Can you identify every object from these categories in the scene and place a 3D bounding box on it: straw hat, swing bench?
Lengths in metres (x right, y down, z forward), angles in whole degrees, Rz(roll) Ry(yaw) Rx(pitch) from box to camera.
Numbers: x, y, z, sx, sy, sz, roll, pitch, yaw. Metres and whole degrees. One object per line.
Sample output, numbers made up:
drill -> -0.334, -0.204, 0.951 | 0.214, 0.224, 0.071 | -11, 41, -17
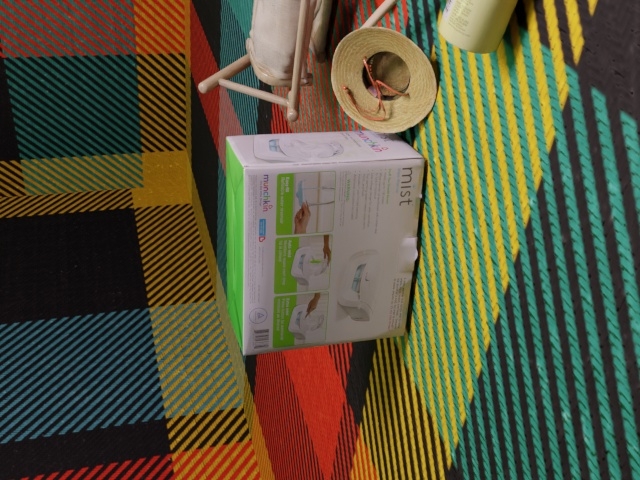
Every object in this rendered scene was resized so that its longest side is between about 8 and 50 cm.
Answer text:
straw hat -> 0.085, -0.206, 0.930 | 0.061, 0.144, 0.145 | -53, -17, -41
swing bench -> -0.058, -0.370, 1.163 | 0.253, 0.165, 0.255 | 101, -170, -48

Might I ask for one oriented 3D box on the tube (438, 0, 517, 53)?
tube -> 0.167, -0.276, 0.647 | 0.070, 0.062, 0.240 | 30, 133, 15

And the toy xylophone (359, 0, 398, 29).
toy xylophone -> 0.068, -0.377, 0.895 | 0.322, 0.081, 0.236 | 174, 79, -73

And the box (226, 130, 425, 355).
box -> 0.000, 0.000, 0.996 | 0.127, 0.231, 0.262 | -124, 32, -59
